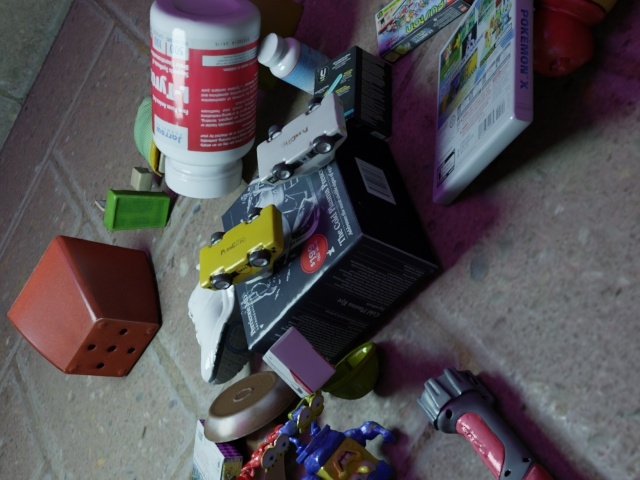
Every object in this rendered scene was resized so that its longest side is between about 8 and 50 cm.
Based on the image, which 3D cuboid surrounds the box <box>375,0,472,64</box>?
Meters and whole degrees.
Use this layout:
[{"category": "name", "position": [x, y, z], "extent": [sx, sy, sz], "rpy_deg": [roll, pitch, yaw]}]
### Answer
[{"category": "box", "position": [0.192, -0.436, 1.747], "extent": [0.207, 0.036, 0.114], "rpy_deg": [-31, 51, 39]}]

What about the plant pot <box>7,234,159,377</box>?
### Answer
[{"category": "plant pot", "position": [-0.541, 0.179, 2.205], "extent": [0.267, 0.267, 0.235], "rpy_deg": [-54, 51, 19]}]

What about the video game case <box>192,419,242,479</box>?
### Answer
[{"category": "video game case", "position": [-0.195, 0.463, 1.695], "extent": [0.232, 0.042, 0.210], "rpy_deg": [-164, 79, -71]}]

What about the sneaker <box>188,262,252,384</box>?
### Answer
[{"category": "sneaker", "position": [-0.208, 0.159, 1.882], "extent": [0.129, 0.111, 0.297], "rpy_deg": [-12, 53, 26]}]

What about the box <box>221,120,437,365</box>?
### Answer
[{"category": "box", "position": [0.000, 0.000, 1.647], "extent": [0.312, 0.179, 0.343], "rpy_deg": [-47, 39, 28]}]

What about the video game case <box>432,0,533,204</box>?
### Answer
[{"category": "video game case", "position": [0.254, -0.251, 1.462], "extent": [0.329, 0.036, 0.299], "rpy_deg": [125, 153, -67]}]

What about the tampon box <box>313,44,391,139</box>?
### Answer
[{"category": "tampon box", "position": [0.061, -0.268, 1.775], "extent": [0.120, 0.101, 0.160], "rpy_deg": [-22, 56, 44]}]

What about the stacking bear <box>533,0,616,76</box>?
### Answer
[{"category": "stacking bear", "position": [0.387, -0.387, 1.389], "extent": [0.175, 0.164, 0.288], "rpy_deg": [25, 98, 53]}]

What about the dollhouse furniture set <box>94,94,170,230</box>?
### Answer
[{"category": "dollhouse furniture set", "position": [-0.470, -0.200, 2.291], "extent": [0.197, 0.151, 0.301], "rpy_deg": [38, 122, 48]}]

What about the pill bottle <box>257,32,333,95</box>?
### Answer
[{"category": "pill bottle", "position": [-0.048, -0.368, 1.912], "extent": [0.087, 0.160, 0.087], "rpy_deg": [-26, 54, 42]}]

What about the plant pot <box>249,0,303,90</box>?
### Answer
[{"category": "plant pot", "position": [-0.201, -0.488, 2.141], "extent": [0.212, 0.187, 0.212], "rpy_deg": [18, 88, 53]}]

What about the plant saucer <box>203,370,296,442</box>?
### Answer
[{"category": "plant saucer", "position": [-0.136, 0.297, 1.700], "extent": [0.199, 0.036, 0.198], "rpy_deg": [-26, 15, 7]}]

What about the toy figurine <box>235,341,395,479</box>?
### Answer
[{"category": "toy figurine", "position": [0.030, 0.358, 1.494], "extent": [0.362, 0.217, 0.191], "rpy_deg": [-42, -5, -44]}]

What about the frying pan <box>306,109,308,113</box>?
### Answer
[{"category": "frying pan", "position": [-0.091, -0.124, 1.894], "extent": [0.326, 0.053, 0.197], "rpy_deg": [-55, 3, 5]}]

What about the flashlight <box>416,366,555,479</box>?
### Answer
[{"category": "flashlight", "position": [0.237, 0.304, 1.277], "extent": [0.103, 0.103, 0.304], "rpy_deg": [-60, 39, 16]}]

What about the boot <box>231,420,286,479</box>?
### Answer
[{"category": "boot", "position": [-0.130, 0.450, 1.709], "extent": [0.207, 0.090, 0.248], "rpy_deg": [-13, 67, 64]}]

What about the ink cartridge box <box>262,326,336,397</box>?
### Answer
[{"category": "ink cartridge box", "position": [-0.036, 0.198, 1.472], "extent": [0.056, 0.099, 0.135], "rpy_deg": [-44, -4, -14]}]

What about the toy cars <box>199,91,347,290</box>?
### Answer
[{"category": "toy cars", "position": [-0.067, -0.068, 1.550], "extent": [0.176, 0.087, 0.393], "rpy_deg": [33, 94, 50]}]

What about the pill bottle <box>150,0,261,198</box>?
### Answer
[{"category": "pill bottle", "position": [-0.249, -0.309, 1.977], "extent": [0.229, 0.229, 0.407], "rpy_deg": [-129, 37, -50]}]
